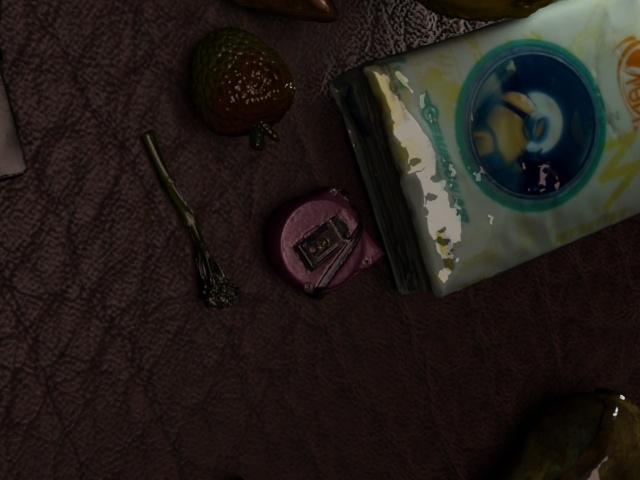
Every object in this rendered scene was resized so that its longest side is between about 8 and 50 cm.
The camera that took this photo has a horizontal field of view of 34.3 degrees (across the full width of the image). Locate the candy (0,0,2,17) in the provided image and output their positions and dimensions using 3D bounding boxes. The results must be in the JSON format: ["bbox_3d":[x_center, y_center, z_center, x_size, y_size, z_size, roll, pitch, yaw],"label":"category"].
[{"bbox_3d":[-0.425,-0.223,0.956,0.260,0.118,0.260,-2,95,-21],"label":"candy"}]

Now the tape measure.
[{"bbox_3d":[0.000,0.000,1.207,0.125,0.074,0.118,-40,106,-17],"label":"tape measure"}]

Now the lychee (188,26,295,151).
[{"bbox_3d":[-0.087,-0.166,1.141,0.114,0.114,0.146,-25,80,-19],"label":"lychee"}]

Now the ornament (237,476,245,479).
[{"bbox_3d":[-0.136,0.363,1.181,0.203,0.088,0.081,-39,88,-3],"label":"ornament"}]

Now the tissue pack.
[{"bbox_3d":[0.238,-0.124,1.249,0.388,0.162,0.287,-22,101,-18],"label":"tissue pack"}]

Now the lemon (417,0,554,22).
[{"bbox_3d":[0.179,-0.391,1.147,0.268,0.268,0.322,-14,72,-21],"label":"lemon"}]

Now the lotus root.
[{"bbox_3d":[0.311,0.314,1.314,0.152,0.160,0.275,41,78,-9],"label":"lotus root"}]

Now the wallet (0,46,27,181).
[{"bbox_3d":[-0.411,-0.202,1.039,0.169,0.044,0.317,-14,97,-18],"label":"wallet"}]

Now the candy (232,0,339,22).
[{"bbox_3d":[-0.026,-0.381,1.150,0.143,0.101,0.271,9,91,22],"label":"candy"}]

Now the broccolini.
[{"bbox_3d":[-0.145,-0.023,1.166,0.044,0.042,0.218,-24,101,-20],"label":"broccolini"}]
